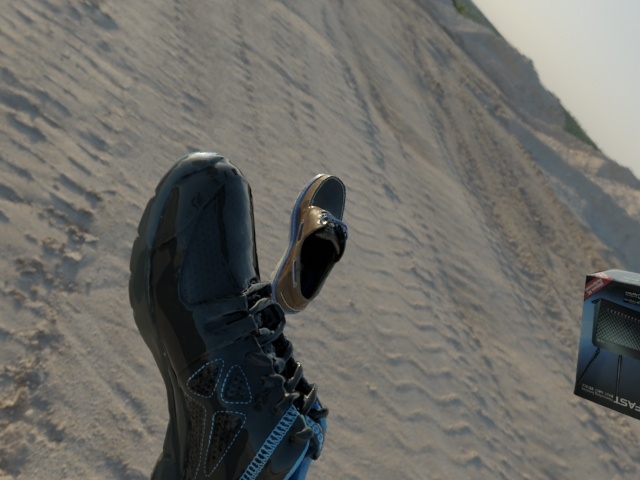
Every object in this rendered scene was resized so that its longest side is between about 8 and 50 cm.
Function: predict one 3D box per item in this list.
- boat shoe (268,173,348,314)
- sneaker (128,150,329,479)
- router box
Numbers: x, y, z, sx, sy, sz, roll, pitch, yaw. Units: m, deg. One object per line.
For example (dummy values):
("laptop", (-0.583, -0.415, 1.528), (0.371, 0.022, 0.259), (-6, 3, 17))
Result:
("boat shoe", (0.000, 0.000, 0.695), (0.066, 0.066, 0.183), (30, 64, -28))
("sneaker", (-0.055, 0.102, 0.466), (0.125, 0.139, 0.341), (-16, 105, -64))
("router box", (0.233, 0.076, 0.397), (0.038, 0.092, 0.122), (-6, 12, -35))
